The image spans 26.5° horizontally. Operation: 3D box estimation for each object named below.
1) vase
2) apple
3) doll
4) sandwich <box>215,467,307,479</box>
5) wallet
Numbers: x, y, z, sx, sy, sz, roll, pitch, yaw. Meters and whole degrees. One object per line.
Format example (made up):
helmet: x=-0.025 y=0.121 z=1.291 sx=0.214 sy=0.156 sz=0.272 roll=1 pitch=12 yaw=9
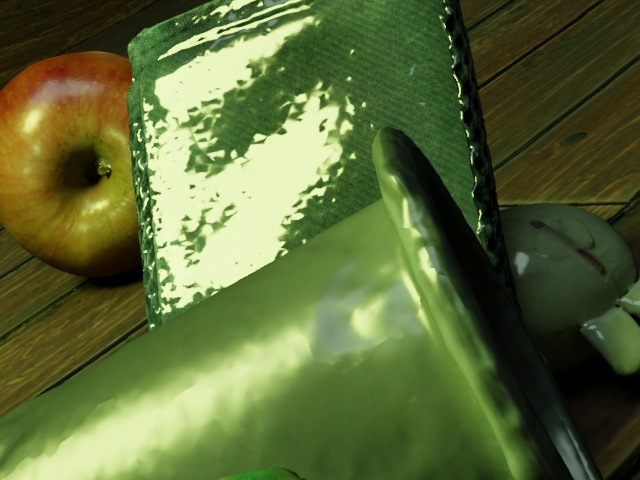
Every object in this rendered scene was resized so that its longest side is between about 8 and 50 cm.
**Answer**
vase: x=-0.028 y=0.120 z=0.627 sx=0.291 sy=0.245 sz=0.245 roll=-29 pitch=17 yaw=11
apple: x=-0.220 y=-0.088 z=1.390 sx=0.242 sy=0.242 sz=0.241 roll=-22 pitch=17 yaw=6
doll: x=0.100 y=0.027 z=0.870 sx=0.155 sy=0.113 sz=0.275 roll=-33 pitch=19 yaw=-34
sandwich: x=-0.085 y=0.172 z=0.419 sx=0.292 sy=0.109 sz=0.212 roll=-37 pitch=41 yaw=-15
wallet: x=0.000 y=0.000 z=0.823 sx=0.237 sy=0.342 sz=0.075 roll=-18 pitch=-22 yaw=25
